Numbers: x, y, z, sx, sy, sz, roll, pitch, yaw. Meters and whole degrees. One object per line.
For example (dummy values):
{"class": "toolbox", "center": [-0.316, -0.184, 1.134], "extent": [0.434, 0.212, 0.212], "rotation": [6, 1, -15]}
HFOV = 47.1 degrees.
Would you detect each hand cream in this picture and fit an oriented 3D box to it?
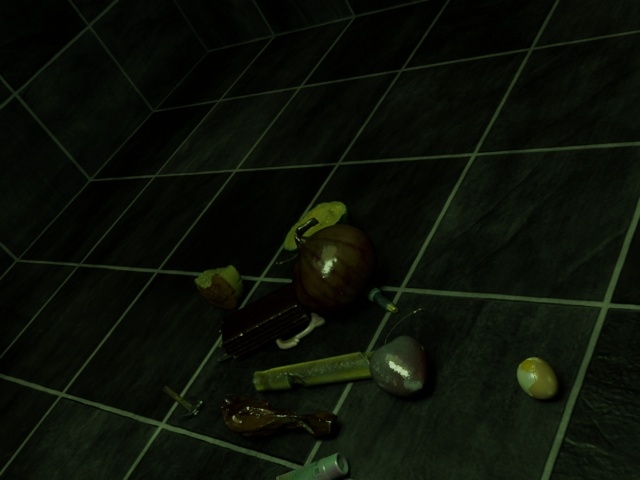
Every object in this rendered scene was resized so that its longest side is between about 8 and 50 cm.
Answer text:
{"class": "hand cream", "center": [-0.025, 0.488, 1.507], "extent": [0.174, 0.047, 0.076], "rotation": [-31, 33, 21]}

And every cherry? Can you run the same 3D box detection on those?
{"class": "cherry", "center": [0.195, 0.249, 1.551], "extent": [0.188, 0.115, 0.148], "rotation": [-34, 14, -8]}

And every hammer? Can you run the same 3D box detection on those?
{"class": "hammer", "center": [-0.368, 0.417, 1.910], "extent": [0.062, 0.017, 0.182], "rotation": [-49, 34, -21]}

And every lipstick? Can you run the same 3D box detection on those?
{"class": "lipstick", "center": [0.150, 0.148, 1.787], "extent": [0.037, 0.037, 0.116], "rotation": [-40, 38, -8]}

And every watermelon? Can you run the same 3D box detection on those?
{"class": "watermelon", "center": [0.004, -0.005, 2.013], "extent": [0.204, 0.127, 0.232], "rotation": [-23, 26, 27]}

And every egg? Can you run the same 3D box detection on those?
{"class": "egg", "center": [0.412, 0.263, 1.382], "extent": [0.071, 0.071, 0.083], "rotation": [-35, 35, 0]}

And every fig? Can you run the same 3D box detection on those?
{"class": "fig", "center": [0.029, 0.069, 1.819], "extent": [0.214, 0.235, 0.235], "rotation": [11, 42, -3]}

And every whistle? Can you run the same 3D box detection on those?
{"class": "whistle", "center": [-0.009, 0.304, 1.703], "extent": [0.326, 0.057, 0.068], "rotation": [-15, 38, 26]}

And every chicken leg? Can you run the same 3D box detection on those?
{"class": "chicken leg", "center": [-0.097, 0.397, 1.623], "extent": [0.304, 0.113, 0.093], "rotation": [-3, 66, 35]}

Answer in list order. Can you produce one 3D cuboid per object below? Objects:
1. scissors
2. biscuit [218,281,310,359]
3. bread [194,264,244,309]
{"class": "scissors", "center": [-0.133, 0.247, 1.913], "extent": [0.317, 0.024, 0.160], "rotation": [-27, 36, 11]}
{"class": "biscuit", "center": [-0.148, 0.207, 1.889], "extent": [0.252, 0.070, 0.106], "rotation": [-29, 35, 11]}
{"class": "bread", "center": [-0.280, 0.136, 2.090], "extent": [0.156, 0.125, 0.086], "rotation": [-18, 27, 48]}
